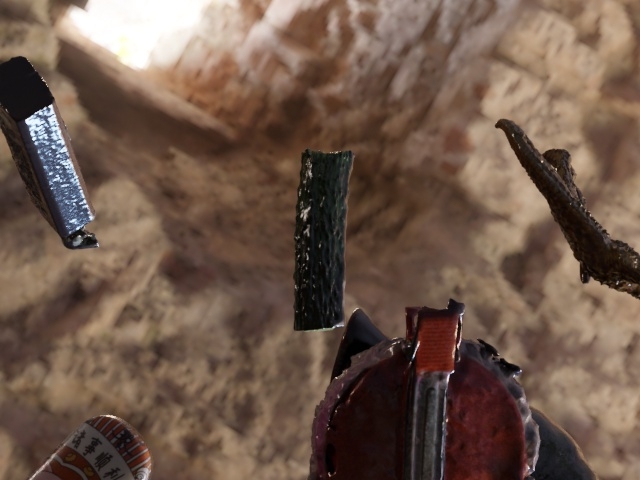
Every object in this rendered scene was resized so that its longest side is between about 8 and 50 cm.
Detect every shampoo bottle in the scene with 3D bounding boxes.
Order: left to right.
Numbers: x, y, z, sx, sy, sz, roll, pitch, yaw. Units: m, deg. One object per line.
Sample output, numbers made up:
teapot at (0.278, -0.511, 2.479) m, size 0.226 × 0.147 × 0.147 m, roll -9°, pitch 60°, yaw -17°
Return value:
shampoo bottle at (-0.339, -0.089, 1.854) m, size 0.098 × 0.071 × 0.309 m, roll 46°, pitch 159°, yaw 30°

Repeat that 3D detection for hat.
hat at (0.040, 0.100, 0.871) m, size 0.227 × 0.129 × 0.140 m, roll -164°, pitch 55°, yaw -79°

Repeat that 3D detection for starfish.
starfish at (0.199, 0.006, 1.016) m, size 0.213 × 0.057 × 0.238 m, roll 44°, pitch -175°, yaw -29°

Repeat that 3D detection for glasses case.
glasses case at (-0.297, 0.309, 1.671) m, size 0.103 × 0.267 × 0.067 m, roll 43°, pitch -175°, yaw 11°

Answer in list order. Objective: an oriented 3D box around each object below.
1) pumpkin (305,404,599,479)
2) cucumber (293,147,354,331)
pumpkin at (0.127, 0.261, 1.309) m, size 0.300 × 0.207 × 0.300 m, roll 20°, pitch -133°, yaw -23°
cucumber at (-0.001, 0.000, 1.465) m, size 0.058 × 0.187 × 0.058 m, roll 3°, pitch 166°, yaw 1°
